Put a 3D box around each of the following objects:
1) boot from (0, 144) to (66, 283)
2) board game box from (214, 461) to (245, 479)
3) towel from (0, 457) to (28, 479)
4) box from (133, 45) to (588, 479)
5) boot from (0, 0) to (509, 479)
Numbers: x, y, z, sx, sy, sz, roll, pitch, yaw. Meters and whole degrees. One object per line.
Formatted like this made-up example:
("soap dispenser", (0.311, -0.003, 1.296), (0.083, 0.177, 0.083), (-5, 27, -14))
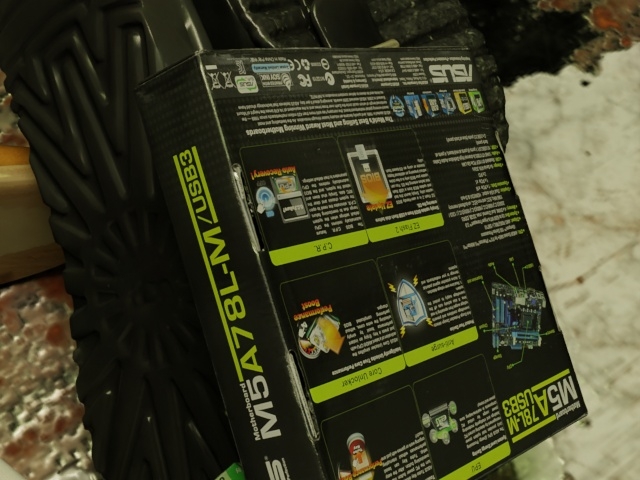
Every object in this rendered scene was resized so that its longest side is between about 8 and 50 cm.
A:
("boot", (-0.254, -0.075, 0.612), (0.295, 0.104, 0.211), (-10, 59, -8))
("board game box", (-0.082, 0.221, 0.420), (0.259, 0.030, 0.136), (-43, 70, -3))
("towel", (-0.131, 0.223, 0.399), (0.324, 0.038, 0.248), (31, 81, 22))
("box", (0.027, 0.012, 0.466), (0.190, 0.045, 0.184), (-14, 88, -51))
("boot", (0.003, -0.002, 0.579), (0.260, 0.131, 0.348), (-14, 90, -52))
